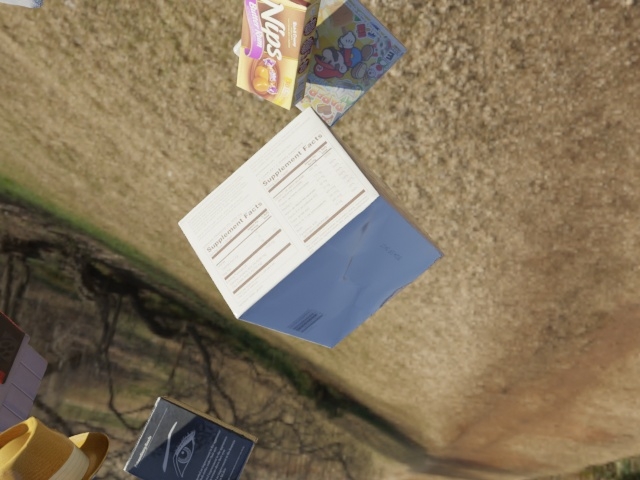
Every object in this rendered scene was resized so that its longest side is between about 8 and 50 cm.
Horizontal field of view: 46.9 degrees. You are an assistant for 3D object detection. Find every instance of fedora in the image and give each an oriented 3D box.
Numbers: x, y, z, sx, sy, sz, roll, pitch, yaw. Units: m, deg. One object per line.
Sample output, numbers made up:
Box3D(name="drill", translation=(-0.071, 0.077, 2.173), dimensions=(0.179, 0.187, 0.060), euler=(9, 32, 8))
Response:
Box3D(name="fedora", translation=(-0.331, 0.255, 0.824), dimensions=(0.194, 0.194, 0.079), euler=(-12, 110, 46))

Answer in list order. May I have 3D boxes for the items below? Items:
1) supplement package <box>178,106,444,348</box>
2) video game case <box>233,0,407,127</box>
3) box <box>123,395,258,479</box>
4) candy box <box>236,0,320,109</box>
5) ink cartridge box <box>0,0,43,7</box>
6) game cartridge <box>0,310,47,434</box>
Box3D(name="supplement package", translation=(0.000, 0.000, 0.897), dimensions=(0.204, 0.145, 0.262), euler=(-40, 153, 9))
Box3D(name="video game case", translation=(0.001, -0.331, 1.277), dimensions=(0.227, 0.026, 0.206), euler=(37, 110, -27))
Box3D(name="box", translation=(-0.246, 0.411, 1.426), dimensions=(0.207, 0.153, 0.108), euler=(25, 169, 4))
Box3D(name="candy box", translation=(-0.069, -0.315, 1.180), dimensions=(0.109, 0.053, 0.187), euler=(27, 137, 13))
Box3D(name="ink cartridge box", translation=(-0.543, -0.522, 1.207), dimensions=(0.196, 0.273, 0.114), euler=(6, 141, -20))
Box3D(name="game cartridge", translation=(-0.510, 0.147, 0.962), dimensions=(0.068, 0.230, 0.355), euler=(-13, 132, 21))
